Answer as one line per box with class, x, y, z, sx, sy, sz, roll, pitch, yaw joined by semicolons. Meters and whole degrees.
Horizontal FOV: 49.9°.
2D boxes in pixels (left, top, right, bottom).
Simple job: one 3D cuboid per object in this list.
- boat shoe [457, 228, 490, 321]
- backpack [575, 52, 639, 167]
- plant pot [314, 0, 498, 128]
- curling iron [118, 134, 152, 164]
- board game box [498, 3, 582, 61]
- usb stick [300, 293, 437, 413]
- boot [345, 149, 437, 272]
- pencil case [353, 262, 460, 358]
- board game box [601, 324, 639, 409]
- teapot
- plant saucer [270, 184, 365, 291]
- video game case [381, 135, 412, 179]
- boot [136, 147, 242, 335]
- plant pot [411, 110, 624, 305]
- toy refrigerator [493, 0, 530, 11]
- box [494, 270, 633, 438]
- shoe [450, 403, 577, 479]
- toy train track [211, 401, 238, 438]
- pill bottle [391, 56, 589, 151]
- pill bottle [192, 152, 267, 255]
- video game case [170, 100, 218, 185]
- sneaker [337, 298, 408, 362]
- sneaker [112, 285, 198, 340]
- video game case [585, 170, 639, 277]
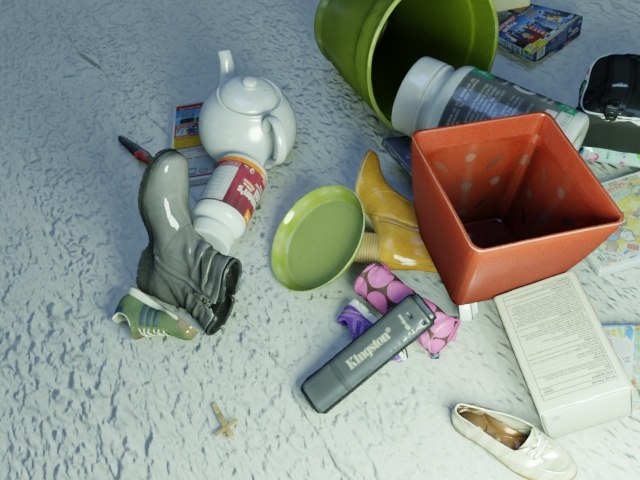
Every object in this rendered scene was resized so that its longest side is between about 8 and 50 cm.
boat shoe;0.311;0.044;1.341;0.084;0.095;0.258;1;53;16
backpack;0.667;-0.285;1.475;0.225;0.191;0.253;11;55;17
plant pot;0.169;-0.491;1.656;0.367;0.366;0.353;-31;42;-14
curling iron;-0.443;-0.197;1.692;0.274;0.035;0.068;43;103;38
board game box;0.539;-0.550;1.793;0.194;0.060;0.194;-37;54;-18
usb stick;0.083;0.203;1.227;0.278;0.045;0.077;-40;54;7
boot;0.174;-0.062;1.456;0.211;0.104;0.295;6;58;8
pencil case;0.164;0.127;1.307;0.209;0.098;0.095;40;112;32
board game box;0.555;0.219;1.202;0.104;0.026;0.154;-2;52;9
teapot;-0.165;-0.296;1.607;0.256;0.187;0.252;18;51;5
plant saucer;0.000;0.000;1.412;0.241;0.037;0.240;-21;53;31
video game case;0.280;-0.151;1.489;0.196;0.026;0.274;-9;43;-25
boot;-0.243;0.002;1.350;0.223;0.338;0.118;24;33;28
plant pot;0.306;-0.036;1.207;0.267;0.235;0.267;-10;54;-14
toy refrigerator;0.419;-0.669;1.835;0.270;0.102;0.094;-3;46;29
box;0.410;0.193;1.169;0.149;0.127;0.232;-20;51;11
shoe;0.315;0.331;1.135;0.219;0.058;0.076;23;59;25
toy train track;-0.177;0.330;1.254;0.048;0.014;0.083;-34;48;-8
pill bottle;0.343;-0.236;1.427;0.361;0.204;0.204;29;62;20
pill bottle;-0.207;-0.076;1.510;0.121;0.121;0.221;9;54;17
video game case;-0.273;-0.254;1.725;0.204;0.025;0.285;-9;51;4
sneaker;0.098;0.182;1.302;0.071;0.068;0.170;-47;49;-7
sneaker;-0.340;0.170;1.382;0.192;0.064;0.086;27;69;27
video game case;0.617;-0.040;1.397;0.227;0.026;0.206;-17;51;-3
